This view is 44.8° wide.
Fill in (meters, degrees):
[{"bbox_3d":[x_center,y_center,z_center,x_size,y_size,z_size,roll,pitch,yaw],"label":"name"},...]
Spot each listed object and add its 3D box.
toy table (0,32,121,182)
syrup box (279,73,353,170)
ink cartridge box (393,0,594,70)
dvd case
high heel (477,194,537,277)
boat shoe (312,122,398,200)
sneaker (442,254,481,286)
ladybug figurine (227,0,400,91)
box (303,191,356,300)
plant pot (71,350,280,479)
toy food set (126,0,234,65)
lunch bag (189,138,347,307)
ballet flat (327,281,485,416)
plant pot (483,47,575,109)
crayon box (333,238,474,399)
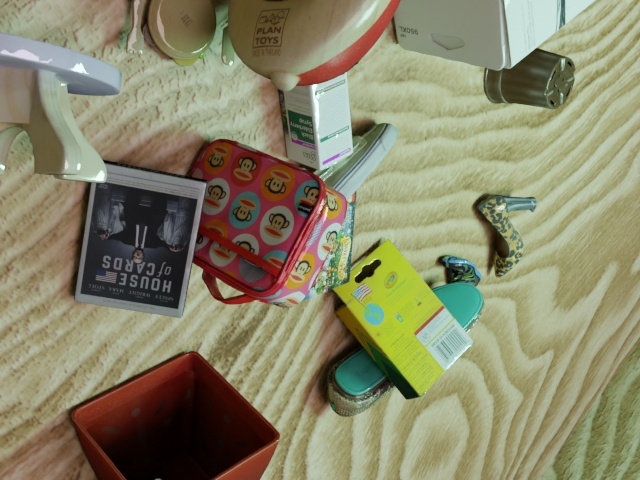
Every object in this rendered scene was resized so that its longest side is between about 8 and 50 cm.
[{"bbox_3d":[-0.392,-0.165,1.009,0.274,0.252,0.160,4,90,-39],"label":"toy table"},{"bbox_3d":[-0.011,-0.260,1.450,0.096,0.093,0.236,-30,129,-35],"label":"syrup box"},{"bbox_3d":[0.373,-0.527,1.572,0.395,0.285,0.166,-40,133,-26],"label":"ink cartridge box"},{"bbox_3d":[-0.293,0.000,1.260,0.179,0.029,0.238,10,105,-9],"label":"dvd case"},{"bbox_3d":[0.472,-0.009,2.123,0.186,0.093,0.261,-1,120,-27],"label":"high heel"},{"bbox_3d":[0.059,-0.159,1.565,0.302,0.094,0.109,-52,-176,-39],"label":"boat shoe"},{"bbox_3d":[0.374,0.094,2.061,0.188,0.067,0.078,39,74,-52],"label":"sneaker"},{"bbox_3d":[0.016,-0.418,1.223,0.162,0.305,0.449,41,64,-49],"label":"ladybug figurine"},{"bbox_3d":[0.000,0.000,1.634,0.159,0.044,0.233,-19,123,-39],"label":"box"},{"bbox_3d":[-0.265,0.411,1.422,0.267,0.267,0.235,-25,139,-36],"label":"plant pot"},{"bbox_3d":[-0.223,-0.346,1.234,0.192,0.039,0.132,-3,104,-40],"label":"toy food set"},{"bbox_3d":[-0.120,-0.017,1.310,0.120,0.293,0.258,28,88,-54],"label":"lunch bag"},{"bbox_3d":[0.204,0.274,1.934,0.483,0.164,0.182,-33,153,-25],"label":"ballet flat"},{"bbox_3d":[0.513,-0.397,1.882,0.167,0.165,0.166,-23,125,-38],"label":"plant pot"},{"bbox_3d":[0.180,0.180,1.797,0.202,0.081,0.318,-38,90,-26],"label":"crayon box"}]
